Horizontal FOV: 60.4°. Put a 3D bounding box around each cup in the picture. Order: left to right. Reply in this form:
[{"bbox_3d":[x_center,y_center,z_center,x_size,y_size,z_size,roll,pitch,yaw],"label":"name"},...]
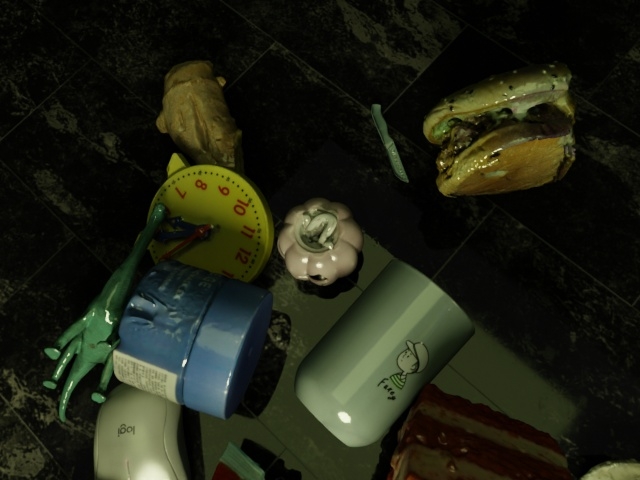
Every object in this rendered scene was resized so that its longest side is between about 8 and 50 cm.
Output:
[{"bbox_3d":[0.110,0.213,1.016,0.205,0.205,0.312,41,81,15],"label":"cup"}]

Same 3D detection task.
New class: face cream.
[{"bbox_3d":[-0.232,0.178,1.024,0.224,0.249,0.249,17,74,4],"label":"face cream"}]

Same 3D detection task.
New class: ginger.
[{"bbox_3d":[-0.257,-0.253,1.234,0.189,0.126,0.354,-33,73,-1],"label":"ginger"}]

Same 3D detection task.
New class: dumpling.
[{"bbox_3d":[0.524,0.451,0.962,0.176,0.092,0.150,31,78,14],"label":"dumpling"}]

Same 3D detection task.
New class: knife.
[{"bbox_3d":[0.154,-0.222,1.249,0.028,0.015,0.211,-15,72,-6],"label":"knife"}]

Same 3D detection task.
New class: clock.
[{"bbox_3d":[-0.240,-0.020,1.136,0.293,0.071,0.277,22,99,11],"label":"clock"}]

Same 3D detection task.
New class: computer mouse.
[{"bbox_3d":[-0.335,0.406,1.035,0.184,0.121,0.297,-4,71,2],"label":"computer mouse"}]

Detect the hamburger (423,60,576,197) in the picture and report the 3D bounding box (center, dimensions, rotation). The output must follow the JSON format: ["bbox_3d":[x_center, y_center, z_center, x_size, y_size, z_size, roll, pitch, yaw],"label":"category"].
[{"bbox_3d":[0.346,-0.196,1.072,0.276,0.318,0.196,-9,81,8],"label":"hamburger"}]

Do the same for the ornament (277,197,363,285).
[{"bbox_3d":[-0.001,0.000,1.114,0.177,0.177,0.178,-1,72,4],"label":"ornament"}]

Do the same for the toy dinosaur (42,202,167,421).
[{"bbox_3d":[-0.418,0.141,1.115,0.129,0.384,0.331,26,41,-12],"label":"toy dinosaur"}]

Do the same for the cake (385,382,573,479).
[{"bbox_3d":[0.217,0.425,0.842,0.269,0.319,0.270,21,102,11],"label":"cake"}]

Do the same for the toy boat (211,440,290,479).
[{"bbox_3d":[-0.049,0.482,0.981,0.331,0.145,0.133,34,55,12],"label":"toy boat"}]
